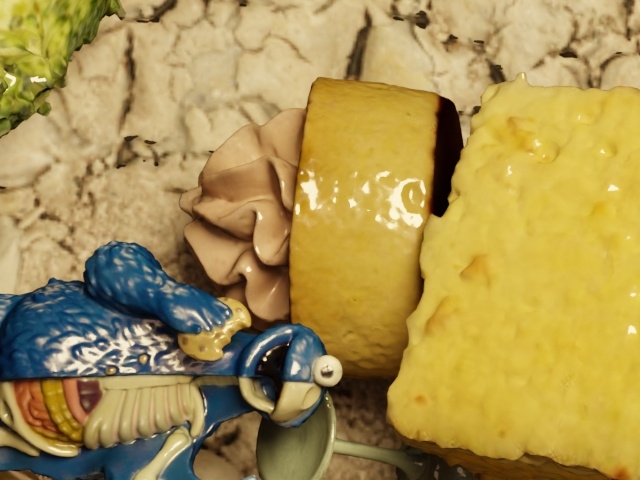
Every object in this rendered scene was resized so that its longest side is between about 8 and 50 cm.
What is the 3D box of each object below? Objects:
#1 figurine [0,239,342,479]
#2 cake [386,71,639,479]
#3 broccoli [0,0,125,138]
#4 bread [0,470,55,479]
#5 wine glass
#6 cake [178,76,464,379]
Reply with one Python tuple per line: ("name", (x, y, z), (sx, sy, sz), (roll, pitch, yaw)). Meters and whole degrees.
("figurine", (-0.112, 0.084, 0.998), (0.262, 0.121, 0.164), (10, 89, 15))
("cake", (0.215, 0.061, 0.981), (0.227, 0.286, 0.222), (9, 76, 36))
("broccoli", (-0.268, -0.214, 0.981), (0.275, 0.397, 0.353), (-23, 86, 14))
("bread", (-0.202, 0.119, 1.075), (0.115, 0.056, 0.082), (31, 66, -5))
("wine glass", (0.059, 0.139, 1.056), (0.195, 0.079, 0.079), (17, 75, -36))
("cake", (0.000, 0.000, 1.063), (0.178, 0.207, 0.185), (-4, 41, 13))
